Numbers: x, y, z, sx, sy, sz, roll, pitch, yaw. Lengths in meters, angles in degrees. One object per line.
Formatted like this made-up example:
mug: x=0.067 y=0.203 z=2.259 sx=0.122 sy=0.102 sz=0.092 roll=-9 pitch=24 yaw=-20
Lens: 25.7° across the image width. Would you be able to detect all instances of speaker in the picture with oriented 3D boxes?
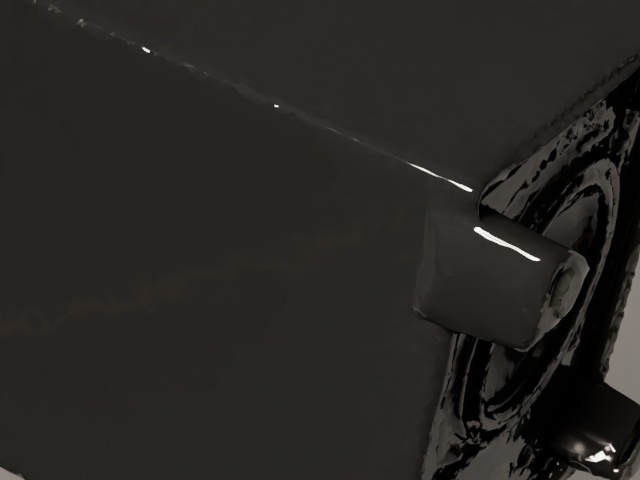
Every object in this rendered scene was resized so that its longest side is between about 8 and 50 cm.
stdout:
speaker: x=0.000 y=0.000 z=0.535 sx=0.184 sy=0.254 sz=0.232 roll=-38 pitch=144 yaw=-46
